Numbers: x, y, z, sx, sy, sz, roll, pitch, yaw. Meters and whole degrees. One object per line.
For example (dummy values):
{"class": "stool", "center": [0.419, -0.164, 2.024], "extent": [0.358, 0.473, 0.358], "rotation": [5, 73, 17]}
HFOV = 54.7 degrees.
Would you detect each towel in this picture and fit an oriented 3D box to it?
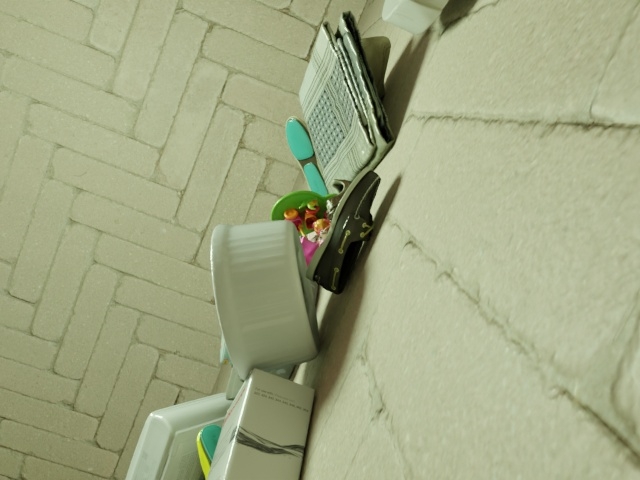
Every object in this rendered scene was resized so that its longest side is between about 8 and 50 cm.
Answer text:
{"class": "towel", "center": [0.035, -0.266, 1.309], "extent": [0.324, 0.056, 0.312], "rotation": [130, 127, -63]}

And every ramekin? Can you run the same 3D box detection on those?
{"class": "ramekin", "center": [-0.088, 0.096, 1.081], "extent": [0.277, 0.135, 0.277], "rotation": [-11, -90, -87]}

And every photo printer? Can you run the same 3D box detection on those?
{"class": "photo printer", "center": [-0.289, 0.488, 1.425], "extent": [0.307, 0.107, 0.256], "rotation": [3, -70, -58]}

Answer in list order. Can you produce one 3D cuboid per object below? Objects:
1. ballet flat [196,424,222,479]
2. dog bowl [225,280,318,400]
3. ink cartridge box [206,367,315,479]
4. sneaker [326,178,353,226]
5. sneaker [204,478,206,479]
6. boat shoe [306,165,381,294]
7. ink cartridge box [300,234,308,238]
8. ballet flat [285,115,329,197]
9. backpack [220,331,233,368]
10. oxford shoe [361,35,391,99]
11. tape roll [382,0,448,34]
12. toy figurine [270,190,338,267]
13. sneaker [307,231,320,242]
{"class": "ballet flat", "center": [-0.167, 0.439, 1.108], "extent": [0.231, 0.077, 0.077], "rotation": [56, 141, 41]}
{"class": "dog bowl", "center": [-0.106, 0.207, 1.400], "extent": [0.349, 0.102, 0.349], "rotation": [-159, 90, -81]}
{"class": "ink cartridge box", "center": [-0.111, 0.371, 0.965], "extent": [0.198, 0.114, 0.273], "rotation": [120, 168, -46]}
{"class": "sneaker", "center": [0.038, -0.044, 1.190], "extent": [0.066, 0.071, 0.188], "rotation": [119, 169, -44]}
{"class": "sneaker", "center": [-0.208, 0.532, 1.387], "extent": [0.240, 0.091, 0.126], "rotation": [-64, -9, 32]}
{"class": "boat shoe", "center": [0.053, -0.014, 1.050], "extent": [0.081, 0.068, 0.228], "rotation": [-21, -40, -61]}
{"class": "ink cartridge box", "center": [-0.041, 0.020, 1.630], "extent": [0.207, 0.046, 0.097], "rotation": [-81, 13, -54]}
{"class": "ballet flat", "center": [-0.023, -0.226, 1.671], "extent": [0.086, 0.086, 0.248], "rotation": [-88, -20, -67]}
{"class": "backpack", "center": [-0.202, 0.271, 1.714], "extent": [0.188, 0.144, 0.166], "rotation": [-62, -20, -83]}
{"class": "oxford shoe", "center": [0.088, -0.320, 1.499], "extent": [0.146, 0.140, 0.397], "rotation": [-29, -19, -22]}
{"class": "tape roll", "center": [0.215, -0.538, 1.027], "extent": [0.392, 0.072, 0.392], "rotation": [-159, 90, -81]}
{"class": "toy figurine", "center": [-0.008, -0.011, 1.297], "extent": [0.130, 0.173, 0.159], "rotation": [82, 174, -46]}
{"class": "sneaker", "center": [0.000, 0.000, 1.416], "extent": [0.070, 0.051, 0.134], "rotation": [-50, 19, 48]}
